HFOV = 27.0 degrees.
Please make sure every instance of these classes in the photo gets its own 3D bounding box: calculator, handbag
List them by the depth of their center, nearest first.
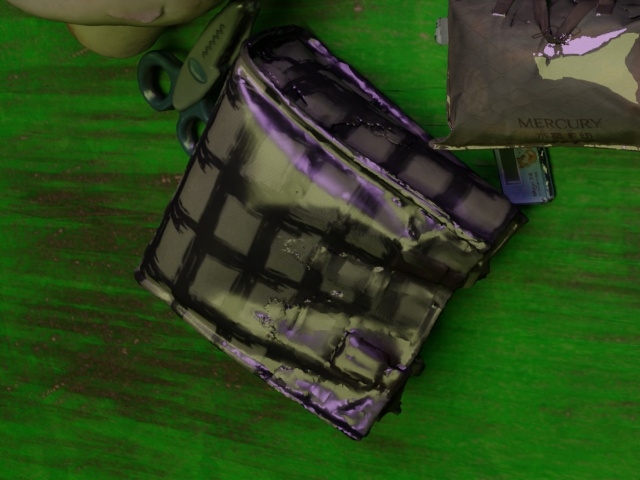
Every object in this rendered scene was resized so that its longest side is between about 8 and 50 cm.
[{"bbox_3d":[0.221,-0.160,1.182,0.270,0.117,0.183,4,102,26],"label":"handbag"},{"bbox_3d":[0.188,-0.115,1.291,0.057,0.018,0.172,-1,112,36],"label":"calculator"},{"bbox_3d":[0.000,0.000,1.372,0.327,0.162,0.325,37,122,14],"label":"handbag"}]

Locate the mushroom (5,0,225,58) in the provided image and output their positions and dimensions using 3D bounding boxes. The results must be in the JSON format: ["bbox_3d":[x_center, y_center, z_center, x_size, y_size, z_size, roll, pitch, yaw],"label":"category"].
[{"bbox_3d":[-0.204,-0.339,1.287,0.356,0.315,0.315,16,123,59],"label":"mushroom"}]

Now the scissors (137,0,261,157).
[{"bbox_3d":[-0.121,-0.182,1.399,0.138,0.041,0.289,56,149,5],"label":"scissors"}]
